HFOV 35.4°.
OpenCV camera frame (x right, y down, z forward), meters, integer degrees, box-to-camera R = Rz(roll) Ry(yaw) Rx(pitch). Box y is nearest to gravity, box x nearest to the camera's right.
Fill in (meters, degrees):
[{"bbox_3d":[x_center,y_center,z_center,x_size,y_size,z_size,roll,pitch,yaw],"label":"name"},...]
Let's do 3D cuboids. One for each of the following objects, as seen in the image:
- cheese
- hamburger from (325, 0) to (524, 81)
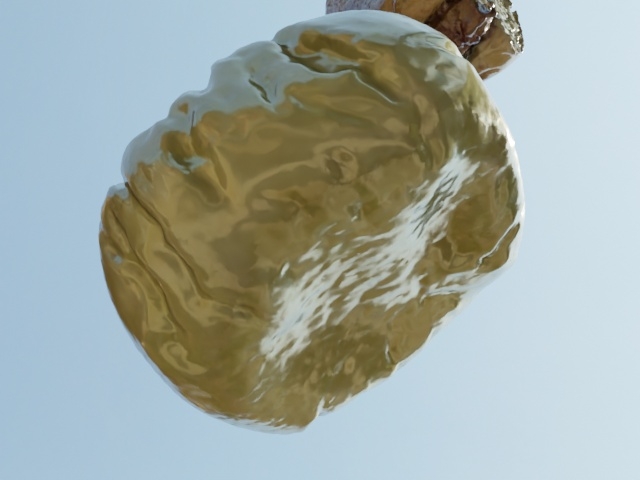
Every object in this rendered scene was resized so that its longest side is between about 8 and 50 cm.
[{"bbox_3d":[0.000,0.000,0.513,0.214,0.117,0.226,-35,-42,-15],"label":"cheese"},{"bbox_3d":[0.096,-0.229,1.014,0.155,0.282,0.245,38,-49,-20],"label":"hamburger"}]
